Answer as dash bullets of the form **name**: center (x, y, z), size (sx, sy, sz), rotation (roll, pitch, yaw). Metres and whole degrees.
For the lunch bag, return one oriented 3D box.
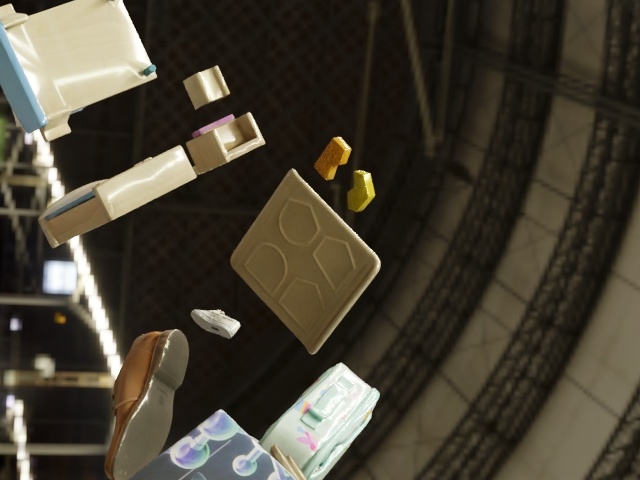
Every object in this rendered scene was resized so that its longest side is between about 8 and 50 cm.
- **lunch bag**: center (-0.027, 0.314, 2.035), size (0.224, 0.108, 0.279), rotation (-53, 174, 30)

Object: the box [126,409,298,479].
- **box**: center (-0.072, 0.415, 1.287), size (0.395, 0.293, 0.212), rotation (38, -32, 26)

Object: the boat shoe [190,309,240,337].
- **boat shoe**: center (-0.182, 0.138, 2.348), size (0.100, 0.035, 0.035), rotation (18, -40, 37)

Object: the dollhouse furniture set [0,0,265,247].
- **dollhouse furniture set**: center (-0.289, -0.189, 1.773), size (0.198, 0.286, 0.303), rotation (-17, -80, 55)

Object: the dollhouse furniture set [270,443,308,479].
- **dollhouse furniture set**: center (-0.117, 0.345, 1.716), size (0.161, 0.212, 0.242), rotation (54, -3, 22)

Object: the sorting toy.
- **sorting toy**: center (0.000, 0.000, 2.126), size (0.229, 0.041, 0.307), rotation (48, -58, 20)

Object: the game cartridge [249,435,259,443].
- **game cartridge**: center (-0.184, 0.432, 2.132), size (0.196, 0.060, 0.294), rotation (-64, 170, 27)

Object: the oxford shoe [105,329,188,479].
- **oxford shoe**: center (-0.230, 0.209, 1.684), size (0.076, 0.076, 0.212), rotation (58, 40, -45)
